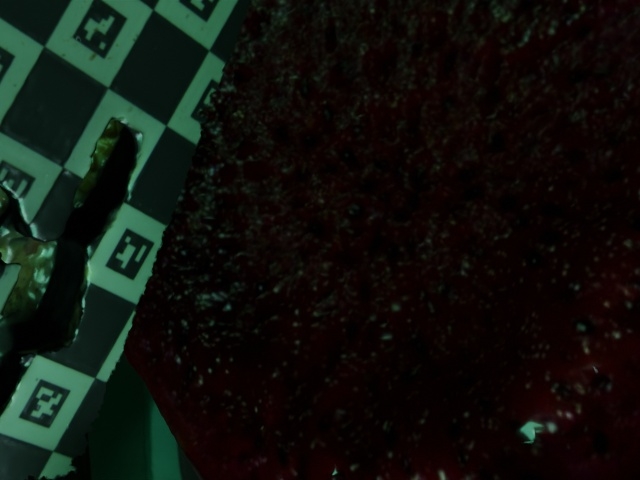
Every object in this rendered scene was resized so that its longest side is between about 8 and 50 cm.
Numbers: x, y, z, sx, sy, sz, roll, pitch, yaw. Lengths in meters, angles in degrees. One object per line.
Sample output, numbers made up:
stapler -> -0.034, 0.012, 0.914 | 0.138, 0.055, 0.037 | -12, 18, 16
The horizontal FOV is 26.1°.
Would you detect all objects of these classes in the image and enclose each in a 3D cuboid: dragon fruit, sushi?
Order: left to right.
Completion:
sushi -> -0.152, -0.020, 0.651 | 0.192, 0.043, 0.279 | 9, 103, -47
dragon fruit -> 0.093, -0.010, 0.720 | 0.386, 0.371, 0.249 | -27, 158, 25

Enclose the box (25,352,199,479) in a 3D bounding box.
box -> -0.114, 0.134, 0.833 | 0.118, 0.311, 0.205 | 24, 130, -33
